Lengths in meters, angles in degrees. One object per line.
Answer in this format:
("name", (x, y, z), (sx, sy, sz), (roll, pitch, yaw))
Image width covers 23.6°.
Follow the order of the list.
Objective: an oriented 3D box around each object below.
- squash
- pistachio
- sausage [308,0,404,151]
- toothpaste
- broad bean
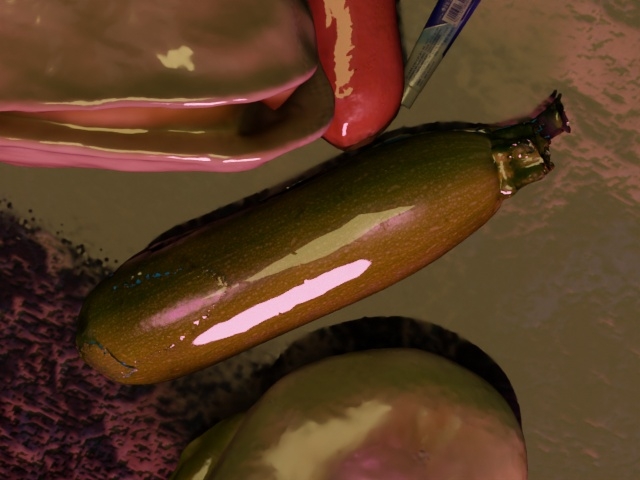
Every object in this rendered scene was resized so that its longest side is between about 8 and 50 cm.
("squash", (0.000, 0.002, 0.912), (0.331, 0.087, 0.087), (-24, 96, 6))
("pistachio", (-0.142, -0.132, 0.836), (0.332, 0.226, 0.208), (19, 135, 12))
("sausage", (0.008, -0.149, 0.890), (0.077, 0.077, 0.194), (-6, 97, 6))
("toothpaste", (0.069, -0.118, 0.923), (0.024, 0.015, 0.083), (29, 94, 1))
("broad bean", (0.012, 0.149, 0.932), (0.228, 0.100, 0.169), (-8, 106, -6))
